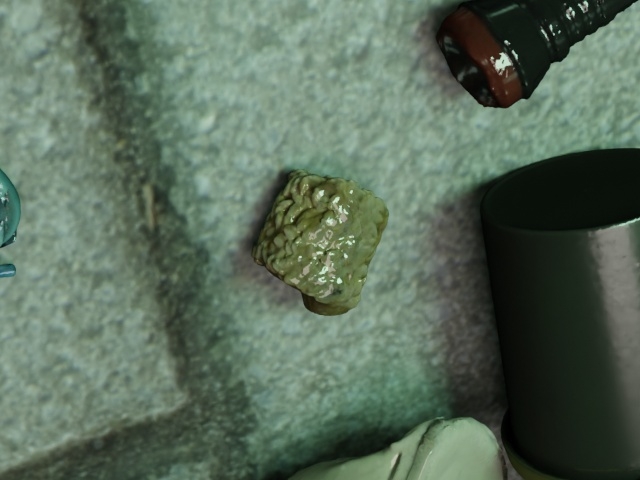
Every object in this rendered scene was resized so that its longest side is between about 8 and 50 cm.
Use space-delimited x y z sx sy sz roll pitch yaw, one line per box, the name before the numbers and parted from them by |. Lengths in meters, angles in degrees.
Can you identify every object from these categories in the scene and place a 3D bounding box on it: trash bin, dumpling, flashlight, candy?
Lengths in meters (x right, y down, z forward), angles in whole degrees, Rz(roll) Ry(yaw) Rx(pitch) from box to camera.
trash bin | 0.251 0.106 1.015 0.214 0.214 0.334 -17 113 -9
dumpling | 0.047 0.306 1.072 0.260 0.181 0.341 30 84 -39
flashlight | 0.207 -0.197 0.946 0.232 0.093 0.093 -34 118 -6
candy | 0.000 0.000 0.974 0.095 0.085 0.110 28 92 -33

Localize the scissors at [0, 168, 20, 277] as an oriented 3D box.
scissors | -0.412 -0.027 0.864 0.392 0.032 0.180 17 107 -22
